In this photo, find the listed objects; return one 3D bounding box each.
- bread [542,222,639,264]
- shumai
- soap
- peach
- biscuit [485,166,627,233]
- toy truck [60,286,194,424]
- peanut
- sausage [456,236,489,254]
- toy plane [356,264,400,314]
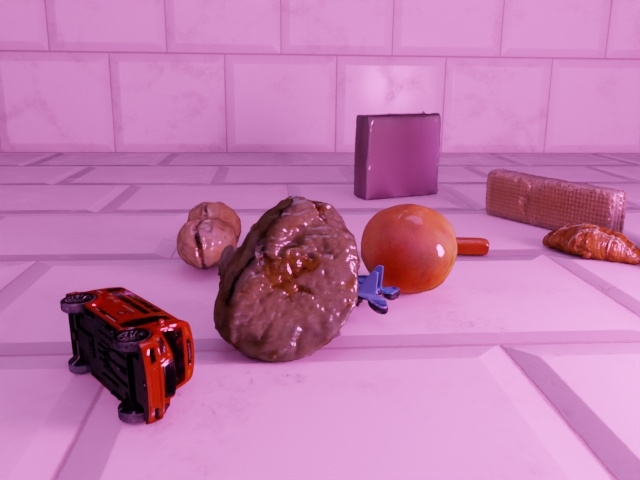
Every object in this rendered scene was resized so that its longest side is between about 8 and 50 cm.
[{"bbox_3d":[0.622,0.000,1.478,0.105,0.076,0.233,-11,17,-43],"label":"bread"},{"bbox_3d":[-0.062,0.066,1.005,0.189,0.256,0.218,39,-18,-14],"label":"shumai"},{"bbox_3d":[0.263,-0.289,2.168,0.296,0.286,0.107,-5,18,-25],"label":"soap"},{"bbox_3d":[0.164,0.018,1.199,0.184,0.184,0.184,1,14,0],"label":"peach"},{"bbox_3d":[0.625,-0.106,1.754,0.078,0.144,0.426,-10,17,-32],"label":"biscuit"},{"bbox_3d":[-0.248,0.137,0.837,0.114,0.108,0.252,-12,19,-40],"label":"toy truck"},{"bbox_3d":[-0.238,-0.012,1.388,0.130,0.130,0.290,0,17,-3],"label":"peanut"},{"bbox_3d":[0.320,0.012,1.476,0.131,0.041,0.039,1,19,3],"label":"sausage"},{"bbox_3d":[0.007,0.086,1.118,0.246,0.078,0.169,-2,13,18],"label":"toy plane"}]
